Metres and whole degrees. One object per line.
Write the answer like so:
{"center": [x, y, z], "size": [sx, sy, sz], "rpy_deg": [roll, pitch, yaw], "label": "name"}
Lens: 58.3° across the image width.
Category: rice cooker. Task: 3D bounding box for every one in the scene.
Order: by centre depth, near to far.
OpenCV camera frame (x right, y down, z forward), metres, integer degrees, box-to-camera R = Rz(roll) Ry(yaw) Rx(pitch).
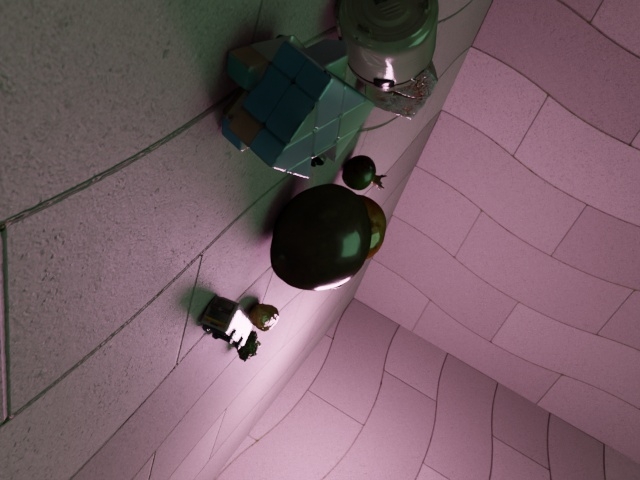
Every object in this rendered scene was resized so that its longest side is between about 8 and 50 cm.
{"center": [0.150, -0.468, 1.279], "size": [0.226, 0.226, 0.244], "rpy_deg": [-60, 165, -4], "label": "rice cooker"}

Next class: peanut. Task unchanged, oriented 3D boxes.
{"center": [-0.190, 0.253, 1.901], "size": [0.093, 0.083, 0.194], "rpy_deg": [-61, 169, 0], "label": "peanut"}

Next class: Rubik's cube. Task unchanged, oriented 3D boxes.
{"center": [-0.055, -0.253, 1.005], "size": [0.265, 0.213, 0.224], "rpy_deg": [-52, 156, 14], "label": "Rubik's cube"}

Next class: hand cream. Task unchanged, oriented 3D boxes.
{"center": [0.017, -0.282, 1.590], "size": [0.087, 0.054, 0.186], "rpy_deg": [98, 18, -71], "label": "hand cream"}

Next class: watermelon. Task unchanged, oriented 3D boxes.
{"center": [0.253, -0.497, 1.688], "size": [0.213, 0.201, 0.261], "rpy_deg": [-59, 176, 40], "label": "watermelon"}

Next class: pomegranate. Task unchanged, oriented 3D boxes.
{"center": [0.100, -0.042, 2.010], "size": [0.270, 0.252, 0.228], "rpy_deg": [171, -86, -72], "label": "pomegranate"}
{"center": [0.155, -0.234, 2.015], "size": [0.129, 0.159, 0.129], "rpy_deg": [6, 90, -87], "label": "pomegranate"}

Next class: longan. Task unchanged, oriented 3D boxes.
{"center": [0.000, 0.000, 1.639], "size": [0.288, 0.288, 0.350], "rpy_deg": [-44, 165, -53], "label": "longan"}

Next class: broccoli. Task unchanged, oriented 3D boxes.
{"center": [-0.241, 0.357, 1.957], "size": [0.095, 0.096, 0.092], "rpy_deg": [-22, 176, 32], "label": "broccoli"}

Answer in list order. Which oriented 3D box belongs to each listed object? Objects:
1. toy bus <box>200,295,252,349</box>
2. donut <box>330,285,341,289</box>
{"center": [-0.252, 0.230, 1.588], "size": [0.268, 0.092, 0.106], "rpy_deg": [82, 31, -71], "label": "toy bus"}
{"center": [-0.021, 0.076, 1.906], "size": [0.230, 0.216, 0.095], "rpy_deg": [64, 34, -53], "label": "donut"}
